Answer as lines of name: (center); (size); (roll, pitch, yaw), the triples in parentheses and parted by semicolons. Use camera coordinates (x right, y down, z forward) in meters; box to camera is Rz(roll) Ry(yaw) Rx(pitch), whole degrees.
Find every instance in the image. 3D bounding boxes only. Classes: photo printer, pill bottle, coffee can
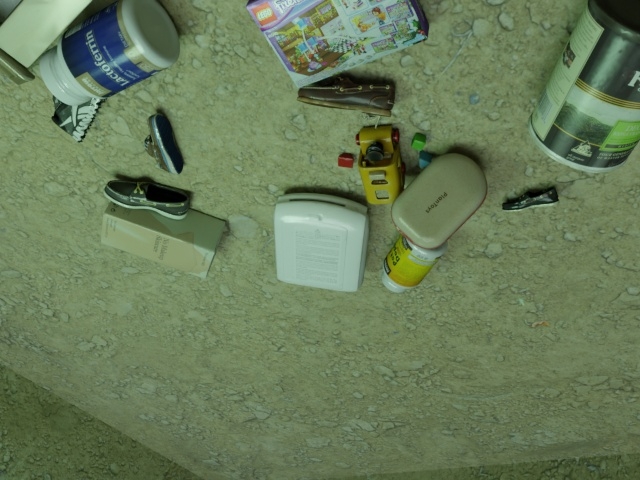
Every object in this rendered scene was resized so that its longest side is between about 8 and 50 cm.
photo printer: (0.000, 0.000, 1.609); (0.256, 0.107, 0.307); (8, 139, 6)
pill bottle: (-0.435, -0.382, 1.231); (0.264, 0.153, 0.153); (-18, 131, 24)
coffee can: (0.518, -0.287, 1.067); (0.201, 0.201, 0.275); (12, 140, 1)
pill bottle: (0.240, 0.049, 1.594); (0.117, 0.117, 0.215); (19, 139, -7)

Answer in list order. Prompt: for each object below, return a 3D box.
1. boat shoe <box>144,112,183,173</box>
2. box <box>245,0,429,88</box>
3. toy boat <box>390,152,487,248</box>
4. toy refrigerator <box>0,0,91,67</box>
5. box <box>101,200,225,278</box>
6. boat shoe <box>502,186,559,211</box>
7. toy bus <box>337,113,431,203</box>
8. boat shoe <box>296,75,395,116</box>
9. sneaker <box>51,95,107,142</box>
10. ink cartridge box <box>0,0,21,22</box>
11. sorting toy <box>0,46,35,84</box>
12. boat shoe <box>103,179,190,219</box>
boat shoe: (-0.397, -0.233, 1.477); (0.066, 0.066, 0.183); (5, 139, 12)
box: (0.034, -0.428, 1.143); (0.293, 0.057, 0.201); (-13, 134, 27)
toy boat: (0.277, -0.093, 1.393); (0.151, 0.151, 0.231); (45, 99, 5)
toy refrigerator: (-0.524, -0.466, 1.185); (0.269, 0.102, 0.094); (-29, 129, 29)
box: (-0.440, -0.023, 1.689); (0.311, 0.121, 0.148); (19, 139, -7)
boat shoe: (0.493, -0.096, 1.419); (0.133, 0.049, 0.042); (-11, 107, 35)
toy bus: (0.135, -0.175, 1.373); (0.202, 0.104, 0.191); (27, 138, -16)
boat shoe: (0.055, -0.311, 1.273); (0.207, 0.073, 0.073); (8, 102, 1)
sneaker: (-0.571, -0.324, 1.409); (0.106, 0.078, 0.234); (30, 139, -23)
ink cartridge box: (-0.638, -0.497, 1.265); (0.115, 0.029, 0.063); (1, 138, 15)
sorting toy: (-0.742, -0.451, 1.258); (0.307, 0.041, 0.229); (45, 167, -32)
boat shoe: (-0.464, -0.125, 1.615); (0.227, 0.081, 0.069); (15, 138, -13)
